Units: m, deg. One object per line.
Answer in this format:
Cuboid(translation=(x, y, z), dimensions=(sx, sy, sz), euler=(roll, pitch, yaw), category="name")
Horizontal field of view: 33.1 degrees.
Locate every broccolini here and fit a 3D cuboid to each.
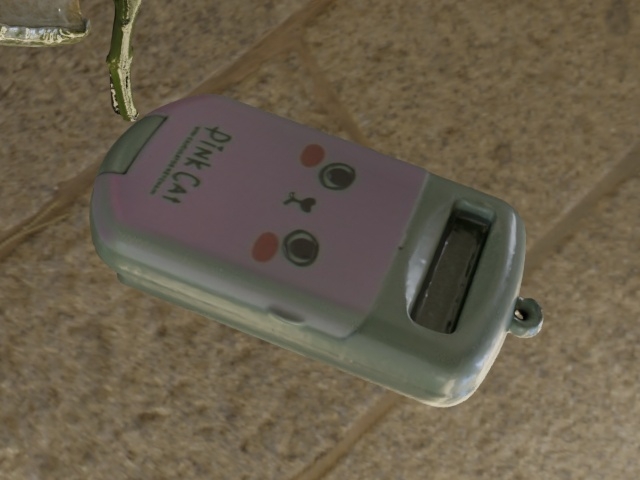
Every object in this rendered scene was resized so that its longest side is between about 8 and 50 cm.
Cuboid(translation=(-0.109, -0.137, 0.613), dimensions=(0.044, 0.218, 0.042), euler=(4, 64, -4), category="broccolini")

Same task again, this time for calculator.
Cuboid(translation=(0.000, 0.000, 0.569), dimensions=(0.246, 0.045, 0.141), euler=(22, 46, 7), category="calculator")

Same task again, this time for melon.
Cuboid(translation=(-0.222, -0.176, 0.742), dimensions=(0.140, 0.202, 0.093), euler=(25, 113, 3), category="melon")
